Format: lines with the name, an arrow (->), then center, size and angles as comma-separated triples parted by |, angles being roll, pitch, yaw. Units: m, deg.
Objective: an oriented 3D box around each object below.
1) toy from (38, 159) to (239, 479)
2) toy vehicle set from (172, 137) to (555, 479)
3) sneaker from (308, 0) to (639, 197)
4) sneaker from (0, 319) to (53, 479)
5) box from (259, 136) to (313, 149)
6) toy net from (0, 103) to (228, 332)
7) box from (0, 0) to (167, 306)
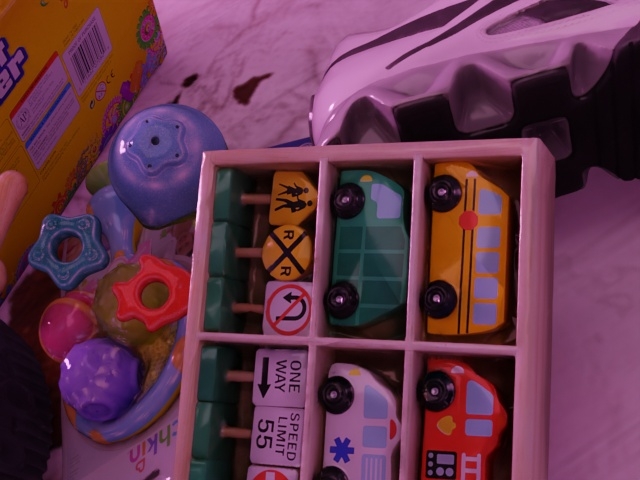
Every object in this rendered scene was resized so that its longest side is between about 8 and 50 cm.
toy -> -0.122, 0.041, 0.597 | 0.137, 0.056, 0.237 | -36, 41, 25
toy vehicle set -> 0.015, 0.090, 0.456 | 0.165, 0.035, 0.267 | -1, 79, 24
sneaker -> 0.153, -0.105, 0.553 | 0.330, 0.122, 0.146 | -8, 43, 5
sneaker -> -0.225, 0.173, 0.534 | 0.131, 0.112, 0.319 | -39, 33, 26
box -> 0.000, 0.000, 0.606 | 0.109, 0.042, 0.178 | -12, 51, 15
toy net -> -0.142, 0.017, 0.548 | 0.232, 0.045, 0.122 | -30, 76, -5
box -> -0.307, -0.119, 0.704 | 0.279, 0.177, 0.290 | 16, 60, 16
